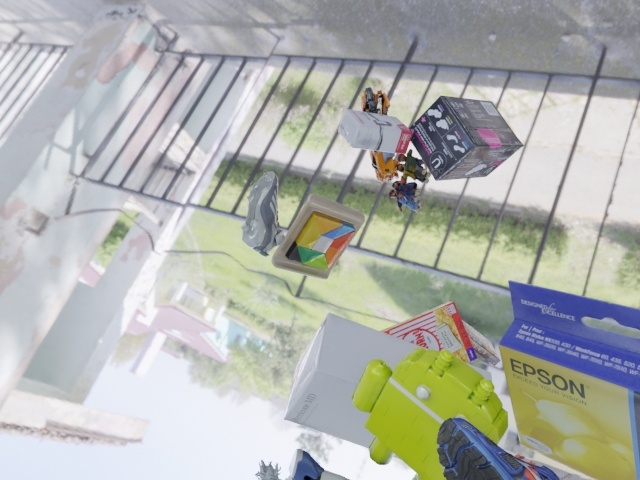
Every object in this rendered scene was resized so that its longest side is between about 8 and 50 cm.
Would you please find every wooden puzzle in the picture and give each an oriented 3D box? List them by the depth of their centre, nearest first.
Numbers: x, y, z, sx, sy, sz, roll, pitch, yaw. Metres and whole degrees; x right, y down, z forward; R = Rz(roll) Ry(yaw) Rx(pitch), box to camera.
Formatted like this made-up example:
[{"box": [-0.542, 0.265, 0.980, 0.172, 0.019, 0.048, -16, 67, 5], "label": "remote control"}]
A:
[{"box": [0.000, 0.000, 1.471, 0.221, 0.239, 0.044, 17, -159, -38], "label": "wooden puzzle"}]

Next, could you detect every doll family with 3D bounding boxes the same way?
[{"box": [0.247, -0.166, 1.452, 0.111, 0.193, 0.076, 28, -156, 32], "label": "doll family"}]

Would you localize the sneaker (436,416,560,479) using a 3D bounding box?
[{"box": [0.232, 0.295, 0.607, 0.221, 0.087, 0.083, 43, 128, 13], "label": "sneaker"}]

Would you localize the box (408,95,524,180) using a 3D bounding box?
[{"box": [0.366, -0.258, 1.300, 0.247, 0.163, 0.142, -10, 154, -43], "label": "box"}]

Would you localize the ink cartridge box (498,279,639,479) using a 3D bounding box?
[{"box": [0.404, 0.226, 0.709, 0.303, 0.072, 0.307, 13, 132, 52], "label": "ink cartridge box"}]

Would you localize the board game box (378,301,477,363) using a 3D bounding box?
[{"box": [0.254, 0.249, 1.212, 0.045, 0.193, 0.147, 132, 116, -82], "label": "board game box"}]

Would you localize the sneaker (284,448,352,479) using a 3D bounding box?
[{"box": [0.002, 0.508, 0.785, 0.182, 0.315, 0.127, 16, 167, 2], "label": "sneaker"}]

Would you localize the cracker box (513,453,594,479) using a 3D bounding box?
[{"box": [0.501, 0.572, 1.154, 0.155, 0.067, 0.232, -8, -179, -34], "label": "cracker box"}]

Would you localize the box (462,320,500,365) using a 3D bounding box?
[{"box": [0.463, 0.300, 1.505, 0.137, 0.027, 0.094, 36, -159, -18], "label": "box"}]

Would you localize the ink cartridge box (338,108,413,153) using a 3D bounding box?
[{"box": [0.135, -0.271, 1.268, 0.150, 0.063, 0.109, 3, -147, -23], "label": "ink cartridge box"}]

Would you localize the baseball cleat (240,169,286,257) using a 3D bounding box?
[{"box": [-0.119, -0.055, 1.137, 0.072, 0.206, 0.109, -14, 137, 35], "label": "baseball cleat"}]

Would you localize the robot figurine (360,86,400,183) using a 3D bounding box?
[{"box": [0.186, -0.333, 1.595, 0.085, 0.291, 0.211, -10, 176, 2], "label": "robot figurine"}]

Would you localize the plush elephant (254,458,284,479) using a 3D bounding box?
[{"box": [-0.133, 0.786, 1.326, 0.272, 0.330, 0.255, -17, -175, 20], "label": "plush elephant"}]

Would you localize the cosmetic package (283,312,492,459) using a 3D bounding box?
[{"box": [0.141, 0.325, 1.066, 0.385, 0.156, 0.217, 19, 131, -6], "label": "cosmetic package"}]

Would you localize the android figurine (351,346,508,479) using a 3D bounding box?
[{"box": [0.162, 0.271, 0.747, 0.248, 0.056, 0.273, 38, 130, 23], "label": "android figurine"}]
